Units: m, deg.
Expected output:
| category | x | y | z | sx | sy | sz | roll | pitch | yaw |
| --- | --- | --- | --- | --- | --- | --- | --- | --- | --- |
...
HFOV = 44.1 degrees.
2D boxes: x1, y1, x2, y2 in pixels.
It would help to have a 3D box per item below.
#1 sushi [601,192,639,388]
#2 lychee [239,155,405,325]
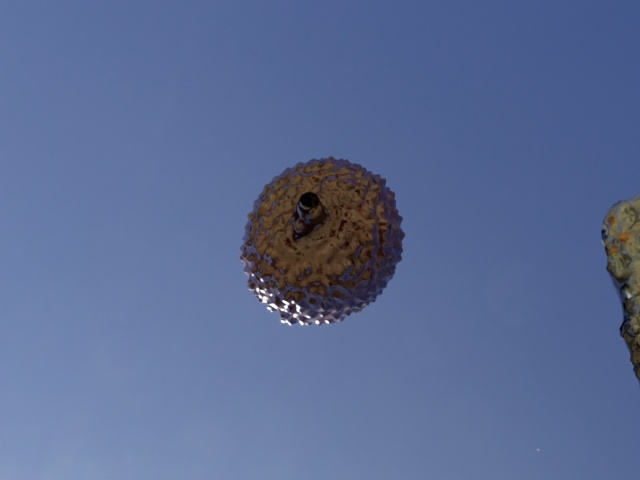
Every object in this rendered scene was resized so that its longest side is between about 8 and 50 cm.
| category | x | y | z | sx | sy | sz | roll | pitch | yaw |
| --- | --- | --- | --- | --- | --- | --- | --- | --- | --- |
| sushi | 0.322 | 0.056 | 0.655 | 0.136 | 0.126 | 0.225 | -30 | -120 | 41 |
| lychee | 0.000 | 0.000 | 0.904 | 0.200 | 0.238 | 0.200 | -4 | -113 | 10 |
